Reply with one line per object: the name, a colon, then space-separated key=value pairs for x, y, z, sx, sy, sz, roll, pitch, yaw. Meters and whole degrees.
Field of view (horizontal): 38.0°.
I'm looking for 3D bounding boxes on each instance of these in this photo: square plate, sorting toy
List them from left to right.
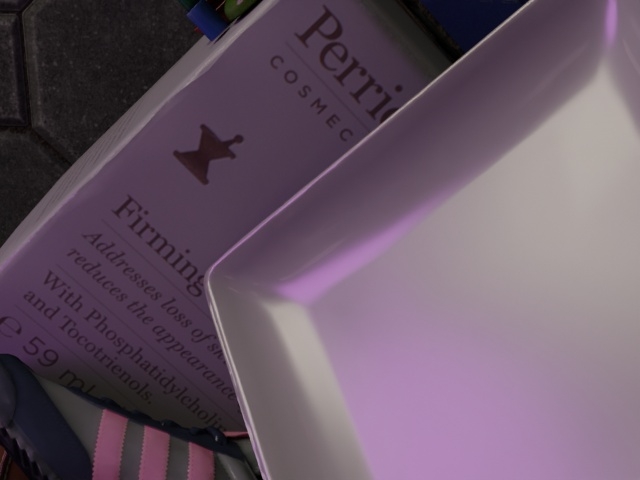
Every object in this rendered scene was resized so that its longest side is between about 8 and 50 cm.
sorting toy: x=-0.071 y=-0.173 z=0.644 sx=0.061 sy=0.042 sz=0.102 roll=-53 pitch=19 yaw=-23
square plate: x=0.104 y=0.066 z=0.505 sx=0.347 sy=0.049 sz=0.344 roll=-38 pitch=55 yaw=24

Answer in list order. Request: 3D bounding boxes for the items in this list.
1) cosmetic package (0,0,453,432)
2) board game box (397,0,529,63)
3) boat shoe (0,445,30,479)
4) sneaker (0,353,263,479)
cosmetic package: x=-0.029 y=-0.011 z=0.812 sx=0.393 sy=0.329 sz=0.327 roll=-42 pitch=16 yaw=15
board game box: x=0.194 y=-0.222 z=0.955 sx=0.141 sy=0.232 sz=0.291 roll=-42 pitch=16 yaw=10
boat shoe: x=-0.215 y=0.297 z=0.728 sx=0.120 sy=0.122 sz=0.324 roll=2 pitch=89 yaw=60
sneaker: x=-0.106 y=0.166 z=0.649 sx=0.131 sy=0.319 sz=0.112 roll=-46 pitch=-11 yaw=-26
